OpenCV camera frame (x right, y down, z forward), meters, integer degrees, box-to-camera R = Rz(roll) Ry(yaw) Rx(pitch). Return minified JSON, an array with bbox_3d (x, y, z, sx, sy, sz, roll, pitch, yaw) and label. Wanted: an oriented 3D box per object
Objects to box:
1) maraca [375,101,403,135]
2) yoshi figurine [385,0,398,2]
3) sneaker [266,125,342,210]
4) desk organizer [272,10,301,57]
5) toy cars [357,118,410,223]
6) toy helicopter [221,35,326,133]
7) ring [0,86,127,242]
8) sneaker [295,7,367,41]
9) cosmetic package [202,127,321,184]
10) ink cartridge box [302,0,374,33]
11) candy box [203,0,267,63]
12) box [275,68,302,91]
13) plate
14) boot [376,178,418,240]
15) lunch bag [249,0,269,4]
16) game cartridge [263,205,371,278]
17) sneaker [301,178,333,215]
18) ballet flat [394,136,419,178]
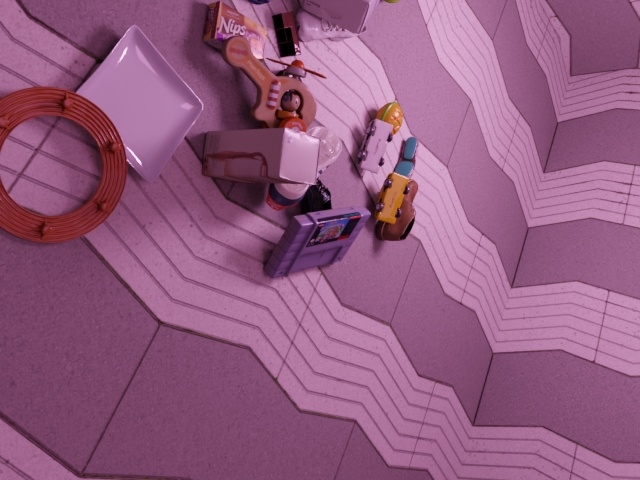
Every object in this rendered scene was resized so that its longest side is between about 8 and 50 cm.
[{"bbox_3d":[0.250,-0.431,2.266,0.127,0.099,0.185,-16,129,-53],"label":"maraca"},{"bbox_3d":[0.284,-1.035,2.245,0.203,0.204,0.361,102,-8,-68],"label":"yoshi figurine"},{"bbox_3d":[-0.060,-0.218,1.830,0.131,0.148,0.350,42,48,-3],"label":"sneaker"},{"bbox_3d":[-0.104,-0.633,1.858,0.050,0.047,0.130,-28,114,-44],"label":"desk organizer"},{"bbox_3d":[0.223,-0.254,2.242,0.177,0.087,0.393,-27,111,-18],"label":"toy cars"},{"bbox_3d":[-0.134,-0.454,1.719,0.235,0.140,0.355,-52,128,-5],"label":"toy helicopter"},{"bbox_3d":[-0.571,-0.159,1.300,0.337,0.032,0.336,-12,107,-43],"label":"ring"},{"bbox_3d":[0.035,-0.706,1.957,0.297,0.129,0.110,-23,113,-46],"label":"sneaker"},{"bbox_3d":[-0.162,-0.222,1.618,0.153,0.296,0.129,7,88,-50],"label":"cosmetic package"},{"bbox_3d":[0.090,-0.805,1.914,0.117,0.202,0.278,115,0,-51],"label":"ink cartridge box"},{"bbox_3d":[-0.237,-0.578,1.696,0.187,0.053,0.109,15,81,-52],"label":"candy box"},{"bbox_3d":[-0.109,-0.487,1.848,0.083,0.062,0.052,-51,128,-36],"label":"box"},{"bbox_3d":[-0.443,-0.327,1.470,0.278,0.045,0.277,49,56,-40],"label":"plate"},{"bbox_3d":[0.335,-0.115,2.361,0.305,0.115,0.112,-60,141,-27],"label":"boot"},{"bbox_3d":[-0.189,-0.721,1.732,0.098,0.067,0.065,13,82,-49],"label":"lunch bag"},{"bbox_3d":[0.000,0.000,1.922,0.355,0.068,0.230,-12,145,-49],"label":"game cartridge"},{"bbox_3d":[-0.020,-0.173,1.947,0.101,0.106,0.267,-42,122,-39],"label":"sneaker"},{"bbox_3d":[0.350,-0.308,2.418,0.079,0.077,0.221,54,50,-62],"label":"ballet flat"}]
